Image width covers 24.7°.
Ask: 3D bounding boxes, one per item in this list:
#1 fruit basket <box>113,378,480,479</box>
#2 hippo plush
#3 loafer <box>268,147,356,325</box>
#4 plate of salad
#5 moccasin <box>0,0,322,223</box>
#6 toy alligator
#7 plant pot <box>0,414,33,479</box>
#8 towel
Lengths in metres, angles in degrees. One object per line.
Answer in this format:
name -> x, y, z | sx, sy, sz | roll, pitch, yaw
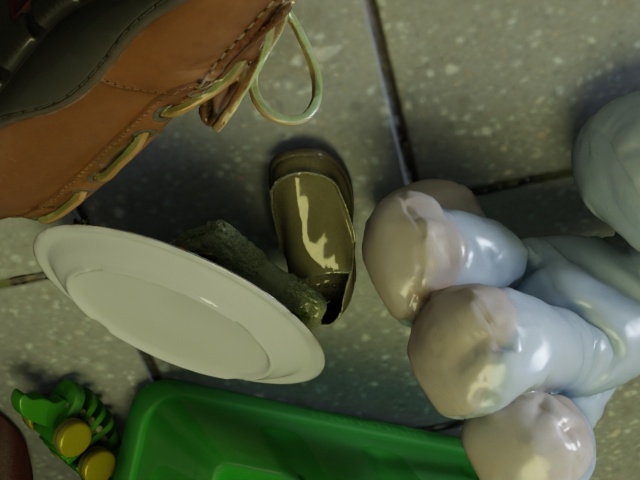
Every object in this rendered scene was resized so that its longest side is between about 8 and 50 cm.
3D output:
fruit basket -> -0.002, 0.275, 1.157 | 0.392, 0.283, 0.392 | 12, 176, 1
hippo plush -> 0.188, 0.044, 0.910 | 0.236, 0.234, 0.294 | -31, 112, 10
loafer -> 0.000, 0.000, 0.981 | 0.056, 0.050, 0.148 | -11, 134, 6
plate of salad -> -0.087, 0.036, 0.931 | 0.200, 0.048, 0.200 | 19, 157, 9
moccasin -> -0.083, -0.120, 0.800 | 0.147, 0.139, 0.380 | 16, 133, -45
toy alligator -> -0.172, 0.159, 1.125 | 0.051, 0.056, 0.190 | -46, 133, -17
plant pot -> -0.321, 0.264, 1.063 | 0.272, 0.265, 0.272 | -2, 134, -2
towel -> -0.074, 0.039, 0.994 | 0.110, 0.027, 0.148 | 39, 141, -21
